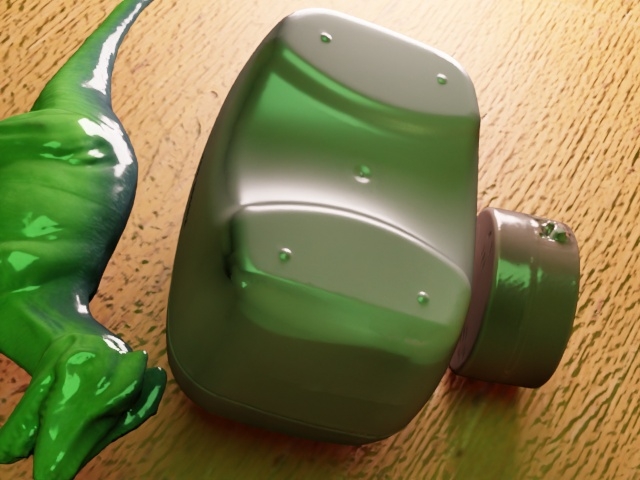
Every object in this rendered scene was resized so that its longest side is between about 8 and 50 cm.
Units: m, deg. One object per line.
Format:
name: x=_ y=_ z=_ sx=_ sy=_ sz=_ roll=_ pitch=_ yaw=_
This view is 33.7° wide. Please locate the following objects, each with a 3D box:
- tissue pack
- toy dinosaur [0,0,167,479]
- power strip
tissue pack: x=0.000 y=0.000 z=0.878 sx=0.229 sy=0.236 sz=0.333 roll=17 pitch=53 yaw=-10
toy dinosaur: x=-0.159 y=-0.073 z=0.856 sx=0.374 sy=0.144 sz=0.500 roll=24 pitch=59 yaw=33
power strip: x=0.163 y=0.048 z=0.915 sx=0.078 sy=0.154 sz=0.154 roll=11 pitch=53 yaw=-4
